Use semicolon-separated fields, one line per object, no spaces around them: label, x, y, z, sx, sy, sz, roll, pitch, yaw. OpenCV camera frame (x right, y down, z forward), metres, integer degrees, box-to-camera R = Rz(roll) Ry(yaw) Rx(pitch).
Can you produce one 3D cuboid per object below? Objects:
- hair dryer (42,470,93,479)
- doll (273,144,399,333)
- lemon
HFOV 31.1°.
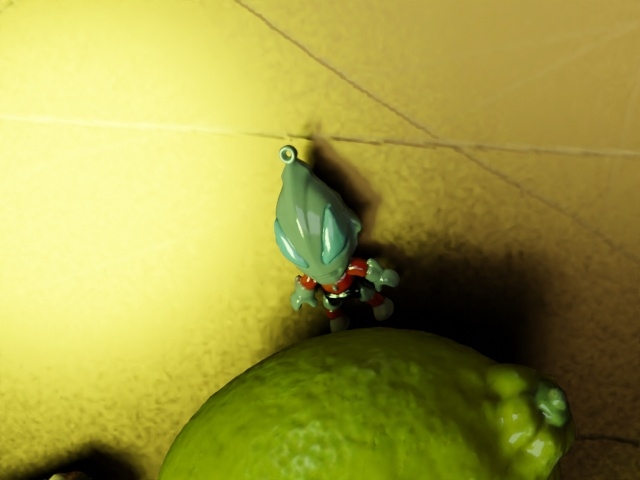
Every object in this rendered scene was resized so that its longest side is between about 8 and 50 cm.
hair dryer;-0.276;0.220;0.717;0.362;0.128;0.203;-24;104;10
doll;-0.001;0.001;0.615;0.057;0.039;0.114;3;128;45
lemon;0.019;0.134;0.585;0.248;0.184;0.184;-36;101;16
